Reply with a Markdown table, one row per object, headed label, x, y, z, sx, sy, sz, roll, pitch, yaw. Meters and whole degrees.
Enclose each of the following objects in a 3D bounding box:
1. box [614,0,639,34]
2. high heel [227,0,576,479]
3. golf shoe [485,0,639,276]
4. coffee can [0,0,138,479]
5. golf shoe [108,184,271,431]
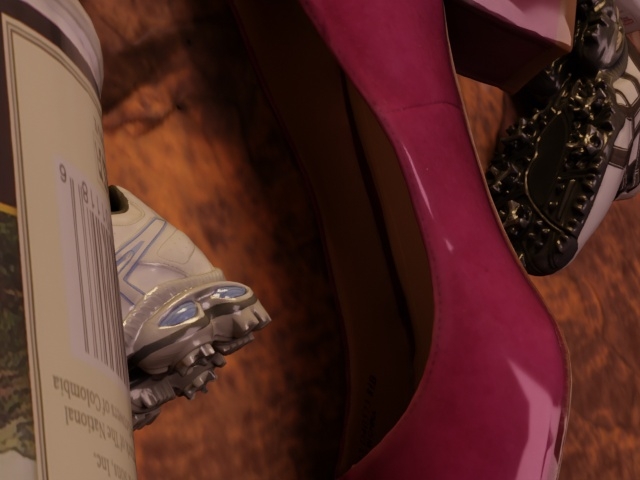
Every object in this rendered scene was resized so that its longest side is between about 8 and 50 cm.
| label | x | y | z | sx | sy | sz | roll | pitch | yaw |
| --- | --- | --- | --- | --- | --- | --- | --- | --- | --- |
| box | 0.082 | -0.278 | 1.021 | 0.322 | 0.058 | 0.232 | 41 | 41 | -49 |
| high heel | 0.000 | 0.000 | 0.773 | 0.181 | 0.127 | 0.377 | 16 | 59 | -17 |
| golf shoe | 0.140 | -0.042 | 0.986 | 0.094 | 0.077 | 0.198 | 49 | 39 | -27 |
| coffee can | -0.132 | 0.092 | 0.402 | 0.201 | 0.201 | 0.275 | 18 | 57 | -50 |
| golf shoe | -0.096 | 0.028 | 0.634 | 0.086 | 0.069 | 0.176 | 52 | 28 | 11 |
